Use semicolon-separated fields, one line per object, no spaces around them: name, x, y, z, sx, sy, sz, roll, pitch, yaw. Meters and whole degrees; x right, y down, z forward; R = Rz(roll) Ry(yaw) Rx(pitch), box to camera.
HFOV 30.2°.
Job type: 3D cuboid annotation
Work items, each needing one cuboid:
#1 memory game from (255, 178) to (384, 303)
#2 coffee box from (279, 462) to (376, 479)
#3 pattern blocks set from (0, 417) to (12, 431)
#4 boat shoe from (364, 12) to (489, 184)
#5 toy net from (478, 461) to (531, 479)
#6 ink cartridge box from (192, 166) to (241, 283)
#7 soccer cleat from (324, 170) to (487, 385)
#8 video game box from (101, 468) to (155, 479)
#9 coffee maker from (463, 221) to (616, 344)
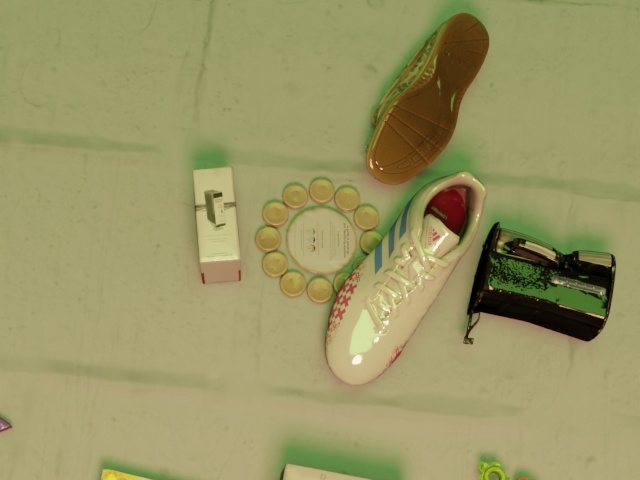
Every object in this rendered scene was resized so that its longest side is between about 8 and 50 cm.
memory game;0.000;0.000;1.665;0.186;0.012;0.186;2;70;-4
coffee box;0.007;0.442;1.456;0.168;0.119;0.297;12;70;-2
pattern blocks set;-0.493;0.361;1.493;0.285;0.026;0.325;18;71;2
boat shoe;0.147;-0.199;1.717;0.104;0.089;0.285;39;73;-18
toy net;0.280;0.392;1.538;0.232;0.045;0.122;33;70;5
ink cartridge box;-0.141;-0.020;1.615;0.056;0.099;0.135;-5;70;-5
soccer cleat;0.114;0.040;1.584;0.116;0.143;0.331;34;71;-5
video game box;-0.198;0.403;1.492;0.205;0.048;0.187;14;72;0
coffee maker;0.299;0.079;1.621;0.178;0.120;0.171;16;94;2
